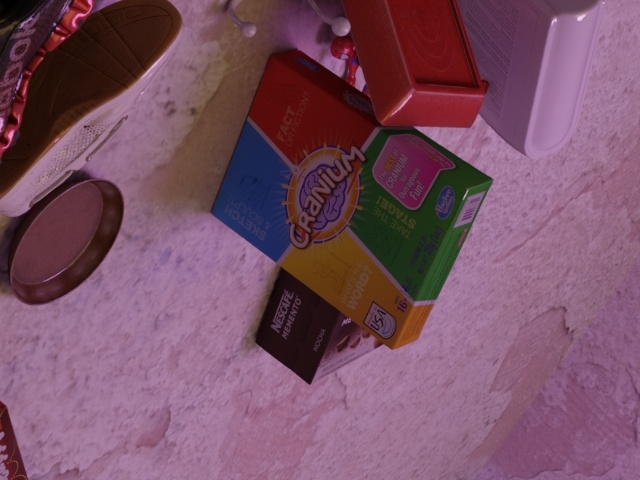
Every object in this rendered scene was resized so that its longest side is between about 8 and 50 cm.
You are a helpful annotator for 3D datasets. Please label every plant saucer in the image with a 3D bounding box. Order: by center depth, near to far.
[{"bbox_3d":[-0.291,-0.004,1.678,0.168,0.029,0.168,-42,154,-26],"label":"plant saucer"},{"bbox_3d":[0.113,-0.267,1.826,0.047,0.259,0.258,-19,173,30],"label":"plant saucer"}]

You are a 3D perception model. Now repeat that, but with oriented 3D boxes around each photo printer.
[{"bbox_3d":[0.273,-0.281,2.076,0.107,0.256,0.307,-21,144,-19],"label":"photo printer"}]

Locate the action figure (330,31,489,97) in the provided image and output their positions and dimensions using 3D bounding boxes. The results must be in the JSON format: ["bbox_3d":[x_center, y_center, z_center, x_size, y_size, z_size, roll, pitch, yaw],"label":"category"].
[{"bbox_3d":[0.093,-0.206,2.009,0.280,0.091,0.139,14,117,-48],"label":"action figure"}]

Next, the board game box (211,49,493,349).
[{"bbox_3d":[0.030,-0.052,1.848,0.064,0.316,0.242,-18,137,-52],"label":"board game box"}]

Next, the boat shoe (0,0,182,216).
[{"bbox_3d":[-0.244,-0.134,1.518,0.277,0.098,0.096,-43,156,-3],"label":"boat shoe"}]

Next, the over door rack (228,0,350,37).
[{"bbox_3d":[0.028,-0.326,1.572,0.324,0.108,0.239,-18,157,7],"label":"over door rack"}]

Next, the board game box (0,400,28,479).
[{"bbox_3d":[-0.429,0.317,1.853,0.145,0.027,0.281,-42,153,-28],"label":"board game box"}]

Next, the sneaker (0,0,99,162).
[{"bbox_3d":[-0.309,-0.165,1.347,0.276,0.097,0.135,-58,156,4],"label":"sneaker"}]

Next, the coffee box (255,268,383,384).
[{"bbox_3d":[0.053,0.084,2.313,0.297,0.119,0.168,-22,142,-50],"label":"coffee box"}]
